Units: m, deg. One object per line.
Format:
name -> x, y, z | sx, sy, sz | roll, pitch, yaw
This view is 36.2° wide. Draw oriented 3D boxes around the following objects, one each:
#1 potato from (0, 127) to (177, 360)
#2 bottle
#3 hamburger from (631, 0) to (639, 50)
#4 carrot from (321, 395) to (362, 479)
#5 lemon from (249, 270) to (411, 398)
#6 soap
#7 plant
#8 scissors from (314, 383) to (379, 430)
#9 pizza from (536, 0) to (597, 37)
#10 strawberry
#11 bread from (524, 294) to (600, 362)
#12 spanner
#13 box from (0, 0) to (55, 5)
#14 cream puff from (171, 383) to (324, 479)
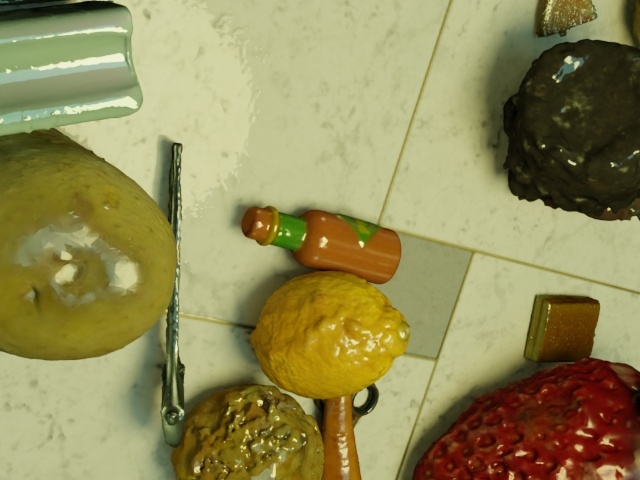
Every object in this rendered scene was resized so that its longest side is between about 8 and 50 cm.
potato -> -0.248, 0.009, 0.886 | 0.285, 0.242, 0.242 | 36, 87, -28
bottle -> 0.000, 0.000, 1.091 | 0.187, 0.069, 0.069 | 13, 98, -31
hamburger -> 0.489, -0.310, 1.214 | 0.211, 0.132, 0.309 | 7, 101, -28
carrot -> 0.022, 0.245, 1.166 | 0.061, 0.061, 0.257 | -10, 105, -25
lemon -> 0.012, 0.102, 1.072 | 0.142, 0.187, 0.142 | -6, 90, -66
soap -> -0.313, -0.139, 0.827 | 0.289, 0.173, 0.095 | -14, 109, -23
plant -> 0.308, -0.122, 1.141 | 0.234, 0.204, 0.178 | 49, 55, -72
scissors -> 0.010, 0.271, 1.208 | 0.088, 0.017, 0.220 | 10, 101, -30
pizza -> 0.298, -0.279, 1.186 | 0.078, 0.025, 0.083 | 13, 105, -25
strawberry -> 0.304, 0.294, 1.252 | 0.291, 0.309, 0.292 | -4, 95, -54
bread -> 0.325, 0.119, 1.314 | 0.094, 0.035, 0.090 | 2, 103, -28
spanner -> -0.154, 0.060, 1.027 | 0.026, 0.093, 0.326 | 0, 99, -8
box -> -0.181, -0.310, 0.849 | 0.294, 0.167, 0.193 | -14, 109, -24
cream puff -> -0.073, 0.248, 1.094 | 0.189, 0.129, 0.189 | -10, 112, -27
